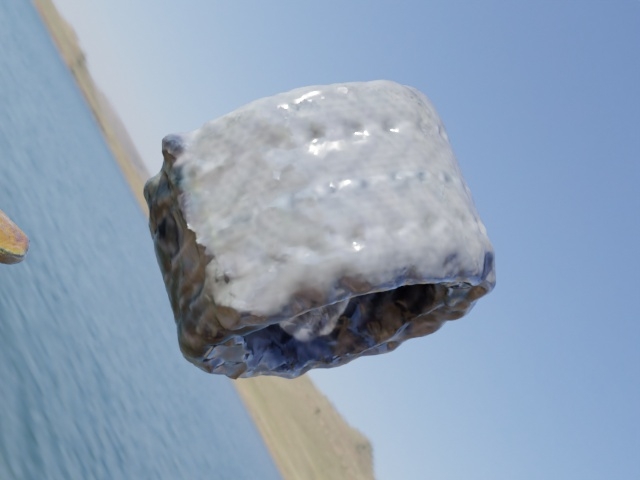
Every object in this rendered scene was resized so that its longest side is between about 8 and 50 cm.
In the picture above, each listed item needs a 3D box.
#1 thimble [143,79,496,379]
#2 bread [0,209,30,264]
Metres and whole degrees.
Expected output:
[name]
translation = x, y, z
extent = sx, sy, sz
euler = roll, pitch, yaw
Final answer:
[thimble]
translation = 0.000, 0.000, 0.735
extent = 0.217, 0.245, 0.157
euler = -45, -123, 46
[bread]
translation = -0.281, -0.021, 0.812
extent = 0.110, 0.024, 0.110
euler = 47, 2, -2
